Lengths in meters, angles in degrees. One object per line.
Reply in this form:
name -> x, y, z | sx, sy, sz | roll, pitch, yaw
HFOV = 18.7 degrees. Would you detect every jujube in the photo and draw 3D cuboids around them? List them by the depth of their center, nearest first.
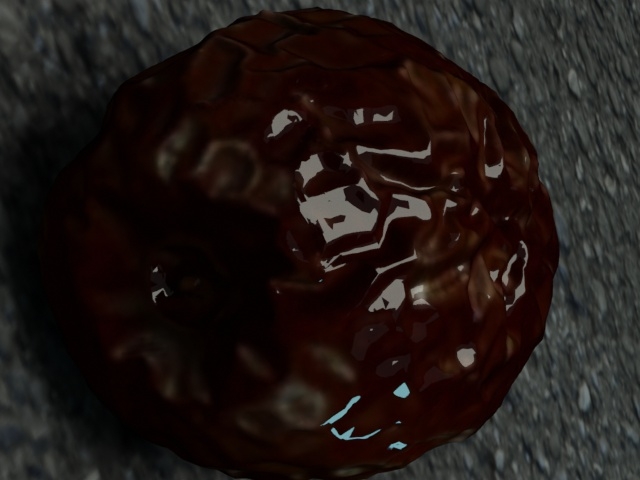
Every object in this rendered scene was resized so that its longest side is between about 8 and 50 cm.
jujube -> 0.000, 0.000, 0.874 | 0.232, 0.213, 0.213 | -21, 98, -63
